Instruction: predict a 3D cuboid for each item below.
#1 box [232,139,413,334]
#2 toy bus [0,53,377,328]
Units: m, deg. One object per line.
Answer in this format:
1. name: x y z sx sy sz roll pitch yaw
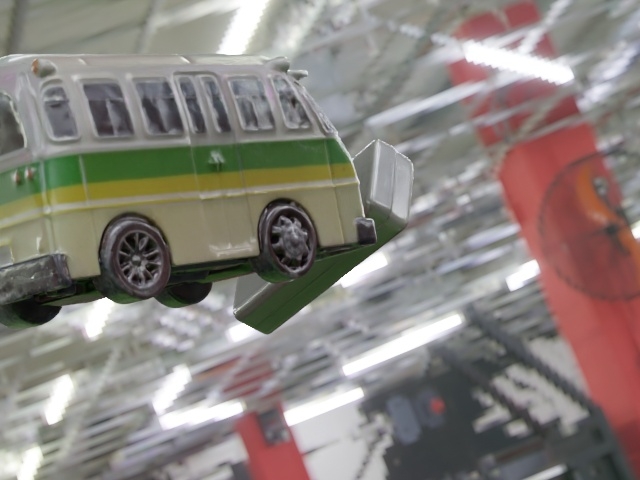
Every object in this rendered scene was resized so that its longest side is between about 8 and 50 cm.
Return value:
1. box: 0.000 0.000 1.707 0.055 0.103 0.244 29 -45 -24
2. toy bus: -0.117 -0.044 1.187 0.143 0.179 0.305 -15 -6 44
